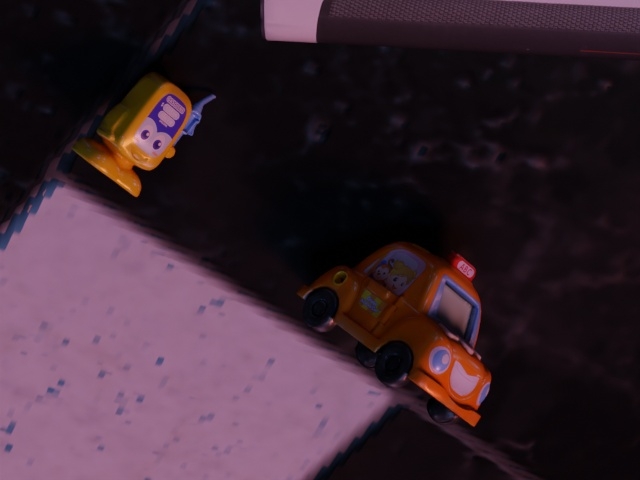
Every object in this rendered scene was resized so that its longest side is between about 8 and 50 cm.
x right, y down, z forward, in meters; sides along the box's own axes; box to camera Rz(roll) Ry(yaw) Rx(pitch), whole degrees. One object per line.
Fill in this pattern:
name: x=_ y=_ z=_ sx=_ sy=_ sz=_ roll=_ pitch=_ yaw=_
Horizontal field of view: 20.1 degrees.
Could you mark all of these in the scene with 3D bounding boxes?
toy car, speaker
toy car: x=0.000 y=0.000 z=0.467 sx=0.122 sy=0.060 sz=0.040 roll=39 pitch=87 yaw=-30
speaker: x=0.055 y=-0.069 z=0.412 sx=0.136 sy=0.055 sz=0.055 roll=3 pitch=126 yaw=0
